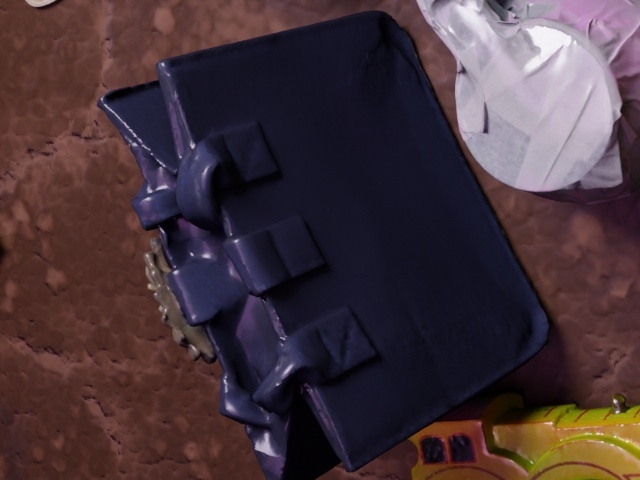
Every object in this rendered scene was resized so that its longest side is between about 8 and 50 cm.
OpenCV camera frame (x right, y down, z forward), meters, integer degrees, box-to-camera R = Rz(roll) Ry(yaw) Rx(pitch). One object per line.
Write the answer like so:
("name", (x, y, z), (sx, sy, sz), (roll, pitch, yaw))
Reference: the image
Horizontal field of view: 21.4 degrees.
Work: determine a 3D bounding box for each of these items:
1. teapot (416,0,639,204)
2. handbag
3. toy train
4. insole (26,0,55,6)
("teapot", (0.170, -0.131, 1.190), (0.163, 0.178, 0.221), (-13, 95, 30))
("handbag", (0.000, 0.000, 1.230), (0.122, 0.329, 0.303), (-27, 89, 34))
("toy train", (0.207, 0.186, 1.294), (0.296, 0.100, 0.160), (-5, 98, 29))
("insole", (-0.266, -0.327, 1.474), (0.081, 0.011, 0.248), (-12, 96, 31))
